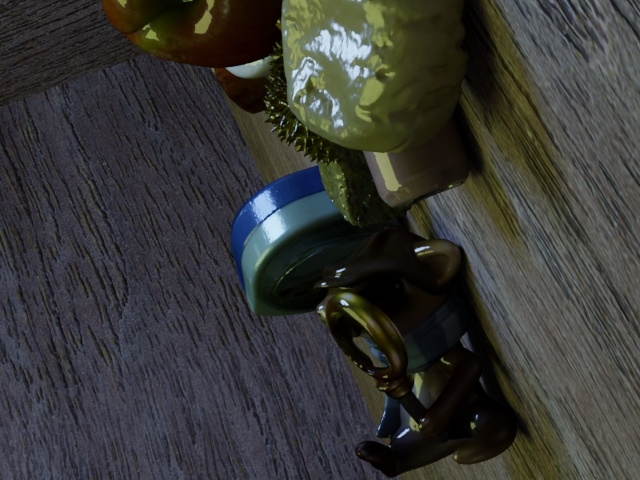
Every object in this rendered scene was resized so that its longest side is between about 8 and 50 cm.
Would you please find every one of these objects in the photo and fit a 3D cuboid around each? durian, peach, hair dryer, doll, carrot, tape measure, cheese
[{"bbox_3d":[-0.022,-0.166,1.470,0.208,0.102,0.146,66,-164,-51],"label":"durian"},{"bbox_3d":[-0.119,-0.366,1.552,0.307,0.308,0.332,75,-158,-48],"label":"peach"},{"bbox_3d":[0.095,-0.130,1.519,0.344,0.107,0.189,25,-136,-85],"label":"hair dryer"},{"bbox_3d":[0.111,0.155,1.718,0.318,0.209,0.339,-139,31,-71],"label":"doll"},{"bbox_3d":[-0.107,-0.346,2.113,0.307,0.100,0.258,-83,-27,-57],"label":"carrot"},{"bbox_3d":[0.000,0.002,2.000,0.262,0.259,0.138,91,157,-63],"label":"tape measure"},{"bbox_3d":[0.043,-0.197,1.251,0.226,0.117,0.213,34,130,42],"label":"cheese"}]

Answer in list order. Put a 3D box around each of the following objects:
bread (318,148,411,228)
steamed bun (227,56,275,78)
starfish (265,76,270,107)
[{"bbox_3d":[0.051,-0.128,1.783,0.138,0.102,0.196,-125,17,-56],"label":"bread"},{"bbox_3d":[-0.085,-0.340,1.818,0.164,0.146,0.241,-36,74,52],"label":"steamed bun"},{"bbox_3d":[-0.023,-0.226,1.943,0.238,0.057,0.213,36,154,-8],"label":"starfish"}]
